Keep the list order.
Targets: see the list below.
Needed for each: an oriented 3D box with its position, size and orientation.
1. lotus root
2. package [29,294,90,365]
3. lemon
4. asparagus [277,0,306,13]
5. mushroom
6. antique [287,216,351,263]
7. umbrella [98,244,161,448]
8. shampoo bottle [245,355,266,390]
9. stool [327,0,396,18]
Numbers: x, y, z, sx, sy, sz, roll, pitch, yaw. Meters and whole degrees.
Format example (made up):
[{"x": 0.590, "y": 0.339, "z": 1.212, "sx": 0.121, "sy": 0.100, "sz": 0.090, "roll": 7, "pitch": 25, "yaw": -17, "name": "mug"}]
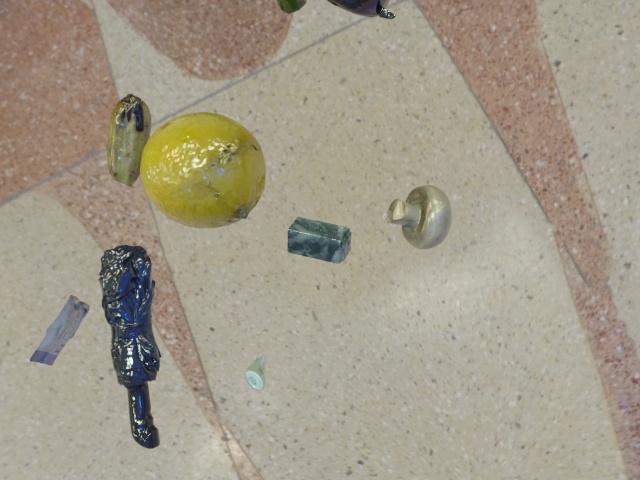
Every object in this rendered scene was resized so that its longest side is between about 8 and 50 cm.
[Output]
[{"x": -0.531, "y": -0.276, "z": 1.649, "sx": 0.110, "sy": 0.097, "sz": 0.259, "roll": 11, "pitch": 108, "yaw": -13, "name": "lotus root"}, {"x": -0.623, "y": 0.219, "z": 1.439, "sx": 0.027, "sy": 0.171, "sz": 0.173, "roll": 29, "pitch": 73, "yaw": 0, "name": "package"}, {"x": -0.236, "y": -0.139, "z": 1.183, "sx": 0.253, "sy": 0.228, "sz": 0.229, "roll": 12, "pitch": 72, "yaw": 12, "name": "lemon"}, {"x": -0.066, "y": -0.384, "z": 0.797, "sx": 0.045, "sy": 0.178, "sz": 0.041, "roll": -34, "pitch": 56, "yaw": 0, "name": "asparagus"}, {"x": 0.302, "y": -0.075, "z": 1.859, "sx": 0.204, "sy": 0.204, "sz": 0.204, "roll": -6, "pitch": 67, "yaw": 13, "name": "mushroom"}, {"x": 0.000, "y": 0.000, "z": 1.793, "sx": 0.182, "sy": 0.086, "sz": 0.088, "roll": 12, "pitch": 33, "yaw": 15, "name": "antique"}, {"x": -0.230, "y": 0.129, "z": 0.726, "sx": 0.070, "sy": 0.071, "sz": 0.249, "roll": -4, "pitch": 88, "yaw": 14, "name": "umbrella"}, {"x": -0.186, "y": 0.385, "z": 1.769, "sx": 0.041, "sy": 0.191, "sz": 0.069, "roll": -44, "pitch": 94, "yaw": 3, "name": "shampoo bottle"}, {"x": 0.015, "y": -0.344, "z": 0.692, "sx": 0.217, "sy": 0.125, "sz": 0.121, "roll": 39, "pitch": 123, "yaw": 15, "name": "stool"}]
